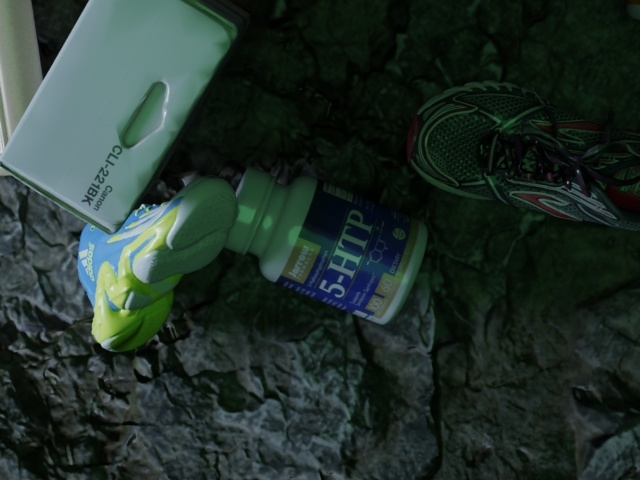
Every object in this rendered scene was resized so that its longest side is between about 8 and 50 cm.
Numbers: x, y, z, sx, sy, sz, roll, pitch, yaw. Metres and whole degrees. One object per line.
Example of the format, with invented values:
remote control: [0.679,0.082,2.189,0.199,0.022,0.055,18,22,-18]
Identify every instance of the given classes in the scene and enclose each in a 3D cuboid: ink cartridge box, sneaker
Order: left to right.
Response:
sneaker: [-0.174,-0.003,1.123,0.240,0.091,0.126,-51,62,33]
ink cartridge box: [-0.159,-0.138,1.029,0.114,0.273,0.197,31,100,-8]
sneaker: [0.232,-0.081,1.135,0.299,0.112,0.120,9,103,-3]

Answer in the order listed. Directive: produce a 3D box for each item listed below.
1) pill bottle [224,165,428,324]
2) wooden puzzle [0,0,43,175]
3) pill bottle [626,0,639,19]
pill bottle: [0.000,0.000,1.149,0.187,0.112,0.112,21,102,-6]
wooden puzzle: [-0.380,-0.169,1.120,0.239,0.044,0.220,-3,104,12]
pill bottle: [0.347,-0.312,1.078,0.121,0.121,0.216,-1,103,-1]
